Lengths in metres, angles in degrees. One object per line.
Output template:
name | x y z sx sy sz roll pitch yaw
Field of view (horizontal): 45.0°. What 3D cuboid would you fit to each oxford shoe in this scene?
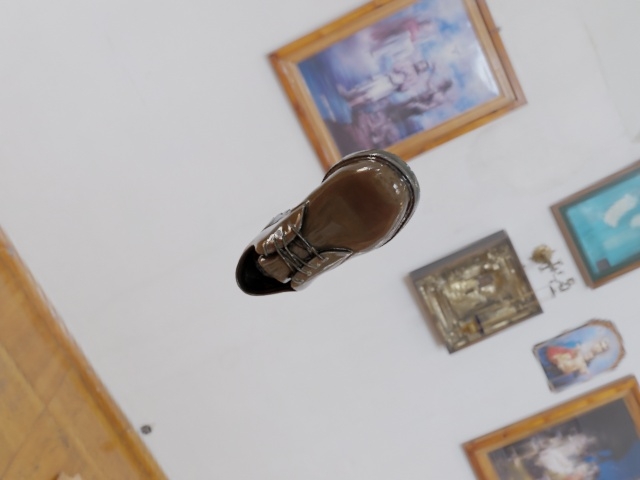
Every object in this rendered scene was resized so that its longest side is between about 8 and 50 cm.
oxford shoe | 0.000 0.000 0.667 0.083 0.227 0.096 48 49 -4
